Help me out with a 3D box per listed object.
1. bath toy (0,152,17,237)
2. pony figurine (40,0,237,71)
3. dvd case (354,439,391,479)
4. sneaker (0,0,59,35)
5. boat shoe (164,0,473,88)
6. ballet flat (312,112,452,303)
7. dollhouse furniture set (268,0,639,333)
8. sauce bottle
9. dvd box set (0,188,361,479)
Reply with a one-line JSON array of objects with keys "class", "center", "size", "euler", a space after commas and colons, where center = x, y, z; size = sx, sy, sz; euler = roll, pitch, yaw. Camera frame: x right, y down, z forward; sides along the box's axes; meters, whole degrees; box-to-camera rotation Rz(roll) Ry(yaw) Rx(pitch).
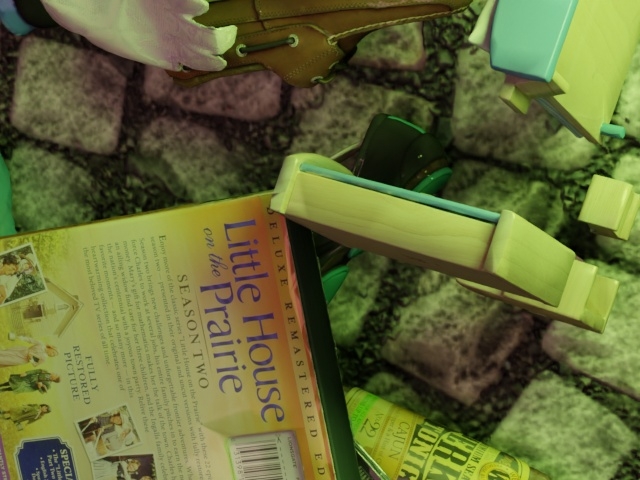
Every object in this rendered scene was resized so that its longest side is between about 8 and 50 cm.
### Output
[{"class": "bath toy", "center": [-0.467, -0.037, 1.636], "size": [0.348, 0.151, 0.129], "euler": [9, 146, 19]}, {"class": "pony figurine", "center": [-0.236, -0.300, 1.341], "size": [0.351, 0.303, 0.363], "euler": [11, 68, 20]}, {"class": "dvd case", "center": [-0.067, 0.217, 1.488], "size": [0.221, 0.018, 0.164], "euler": [-43, 86, 22]}, {"class": "sneaker", "center": [-0.274, -0.302, 1.500], "size": [0.090, 0.081, 0.232], "euler": [-17, 106, 21]}, {"class": "boat shoe", "center": [-0.003, -0.185, 1.418], "size": [0.307, 0.111, 0.104], "euler": [1, 107, 33]}, {"class": "ballet flat", "center": [0.000, 0.000, 1.485], "size": [0.096, 0.095, 0.280], "euler": [46, 107, 14]}, {"class": "dollhouse furniture set", "center": [0.143, -0.117, 1.343], "size": [0.198, 0.286, 0.303], "euler": [17, 86, 29]}, {"class": "sauce bottle", "center": [0.133, 0.232, 1.491], "size": [0.344, 0.111, 0.111], "euler": [22, 113, 12]}, {"class": "dvd box set", "center": [-0.186, 0.132, 1.466], "size": [0.420, 0.062, 0.307], "euler": [-10, 96, 20]}]
